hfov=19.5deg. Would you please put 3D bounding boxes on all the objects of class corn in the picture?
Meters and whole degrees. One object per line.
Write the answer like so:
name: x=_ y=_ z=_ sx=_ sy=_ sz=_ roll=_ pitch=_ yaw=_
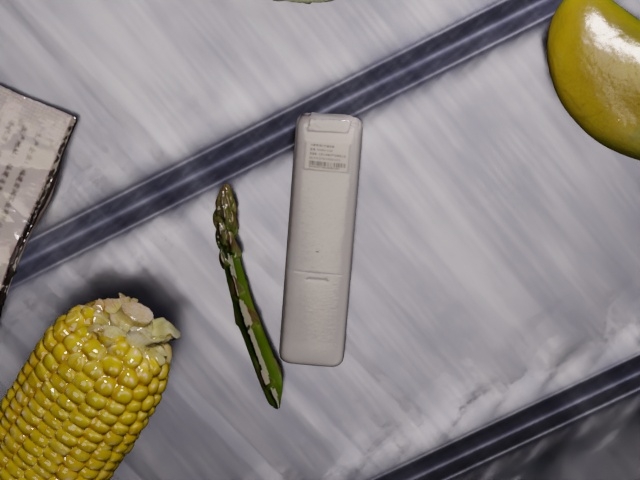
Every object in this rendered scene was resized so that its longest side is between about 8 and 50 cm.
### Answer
corn: x=-0.279 y=0.222 z=1.868 sx=0.144 sy=0.144 sz=0.387 roll=34 pitch=105 yaw=-5

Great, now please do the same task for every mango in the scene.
mango: x=0.294 y=-0.151 z=1.785 sx=0.191 sy=0.085 sz=0.122 roll=34 pitch=113 yaw=4

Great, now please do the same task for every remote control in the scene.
remote control: x=0.000 y=0.000 z=1.860 sx=0.067 sy=0.029 sz=0.261 roll=5 pitch=105 yaw=1

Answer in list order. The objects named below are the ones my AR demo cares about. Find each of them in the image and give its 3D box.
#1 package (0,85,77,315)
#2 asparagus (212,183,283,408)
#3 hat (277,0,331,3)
package: x=-0.378 y=-0.043 z=1.850 sx=0.204 sy=0.062 sz=0.251 roll=22 pitch=99 yaw=-4
asparagus: x=-0.076 y=0.057 z=1.874 sx=0.034 sy=0.027 sz=0.236 roll=-10 pitch=102 yaw=26
hat: x=-0.029 y=-0.354 z=1.712 sx=0.257 sy=0.130 sz=0.257 roll=12 pitch=139 yaw=11
